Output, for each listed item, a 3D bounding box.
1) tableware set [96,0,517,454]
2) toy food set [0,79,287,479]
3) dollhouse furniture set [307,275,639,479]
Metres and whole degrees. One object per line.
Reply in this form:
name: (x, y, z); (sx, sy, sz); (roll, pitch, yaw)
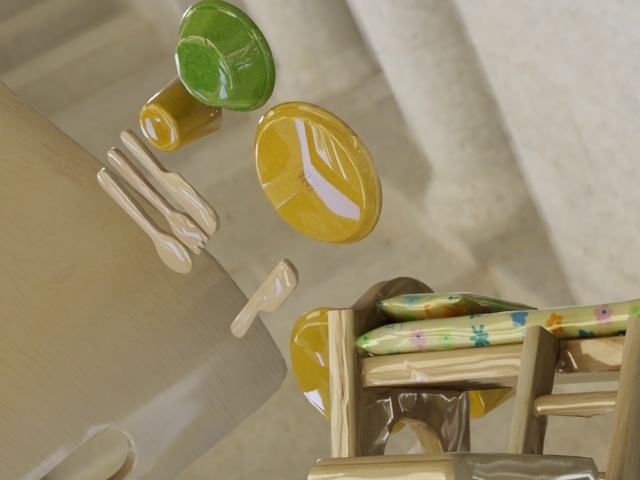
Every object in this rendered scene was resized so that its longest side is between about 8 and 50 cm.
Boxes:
tableware set: (0.000, 0.000, 0.580); (0.024, 0.154, 0.104); (-37, 170, -41)
toy food set: (-0.185, 0.045, 0.828); (0.219, 0.092, 0.306); (-37, -134, -17)
dollhouse furniture set: (0.003, 0.053, 0.471); (0.182, 0.101, 0.161); (-8, 169, 37)
